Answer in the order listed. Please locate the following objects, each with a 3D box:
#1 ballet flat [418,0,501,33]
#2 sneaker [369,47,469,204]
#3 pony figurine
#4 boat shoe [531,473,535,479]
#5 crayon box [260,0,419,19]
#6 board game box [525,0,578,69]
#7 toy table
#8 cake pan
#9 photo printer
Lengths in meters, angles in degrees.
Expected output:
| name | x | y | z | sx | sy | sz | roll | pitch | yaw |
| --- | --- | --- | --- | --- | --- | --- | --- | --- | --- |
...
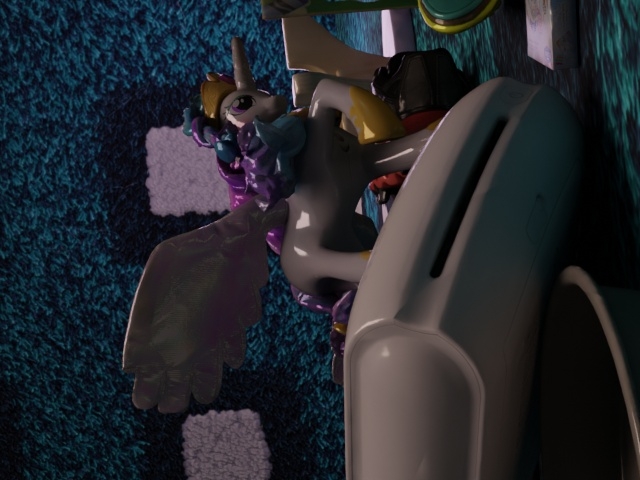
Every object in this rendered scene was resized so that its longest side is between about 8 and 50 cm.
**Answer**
| name | x | y | z | sx | sy | sz | roll | pitch | yaw |
| --- | --- | --- | --- | --- | --- | --- | --- | --- | --- |
| ballet flat | 0.120 | -0.228 | 1.360 | 0.231 | 0.077 | 0.077 | -92 | -19 | -46 |
| sneaker | 0.099 | -0.114 | 1.649 | 0.276 | 0.097 | 0.135 | 106 | 159 | -77 |
| pony figurine | 0.000 | 0.000 | 1.492 | 0.363 | 0.302 | 0.351 | 14 | 105 | 49 |
| boat shoe | 0.153 | 0.203 | 1.407 | 0.064 | 0.060 | 0.178 | -114 | 20 | -82 |
| crayon box | 0.031 | -0.338 | 1.565 | 0.323 | 0.203 | 0.083 | -98 | 5 | -49 |
| board game box | 0.156 | -0.166 | 1.115 | 0.090 | 0.020 | 0.090 | -107 | 13 | -76 |
| toy table | 0.042 | -0.180 | 2.113 | 0.252 | 0.160 | 0.274 | 91 | 173 | -69 |
| cake pan | 0.175 | 0.158 | 0.910 | 0.293 | 0.054 | 0.293 | 175 | 90 | -88 |
| photo printer | 0.096 | 0.064 | 1.079 | 0.308 | 0.107 | 0.256 | 88 | -158 | -45 |
